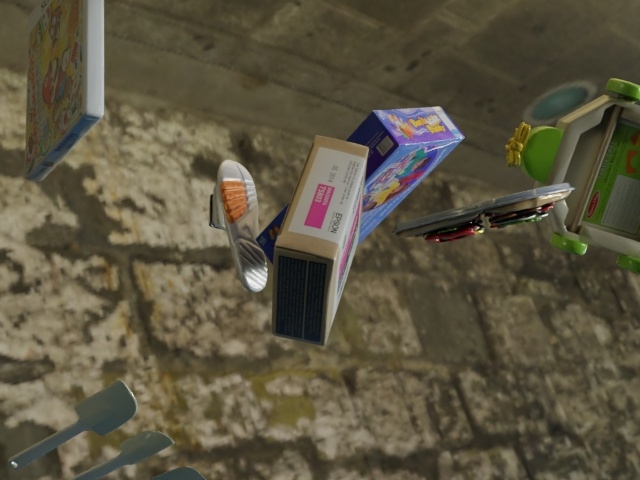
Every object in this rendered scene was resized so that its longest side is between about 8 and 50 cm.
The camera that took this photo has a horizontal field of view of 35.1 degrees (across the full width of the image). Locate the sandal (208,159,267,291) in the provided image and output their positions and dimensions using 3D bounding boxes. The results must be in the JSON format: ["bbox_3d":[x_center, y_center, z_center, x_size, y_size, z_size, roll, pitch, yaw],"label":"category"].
[{"bbox_3d":[-0.167,-0.024,1.890,0.076,0.265,0.102,-22,157,32],"label":"sandal"}]

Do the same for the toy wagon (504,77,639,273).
[{"bbox_3d":[0.431,-0.106,1.532,0.344,0.267,0.068,16,-170,-13],"label":"toy wagon"}]

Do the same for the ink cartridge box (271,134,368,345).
[{"bbox_3d":[0.000,0.000,1.455,0.088,0.235,0.193,13,138,7],"label":"ink cartridge box"}]

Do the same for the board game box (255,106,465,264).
[{"bbox_3d":[0.070,-0.093,1.824,0.347,0.078,0.233,-46,161,31],"label":"board game box"}]

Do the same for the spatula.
[{"bbox_3d":[-0.244,0.262,1.142,0.242,0.168,0.019,-32,-165,34],"label":"spatula"}]

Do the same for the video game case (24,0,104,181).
[{"bbox_3d":[-0.301,-0.208,1.181,0.026,0.227,0.206,7,159,-32],"label":"video game case"}]

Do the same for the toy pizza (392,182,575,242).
[{"bbox_3d":[0.177,-0.024,1.097,0.201,0.032,0.201,-13,178,-1],"label":"toy pizza"}]
